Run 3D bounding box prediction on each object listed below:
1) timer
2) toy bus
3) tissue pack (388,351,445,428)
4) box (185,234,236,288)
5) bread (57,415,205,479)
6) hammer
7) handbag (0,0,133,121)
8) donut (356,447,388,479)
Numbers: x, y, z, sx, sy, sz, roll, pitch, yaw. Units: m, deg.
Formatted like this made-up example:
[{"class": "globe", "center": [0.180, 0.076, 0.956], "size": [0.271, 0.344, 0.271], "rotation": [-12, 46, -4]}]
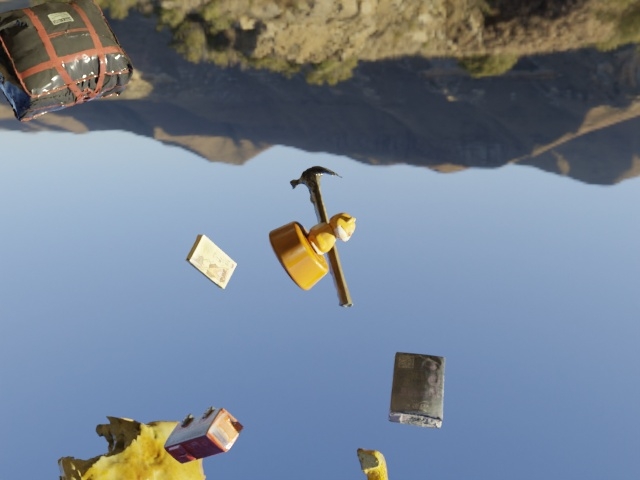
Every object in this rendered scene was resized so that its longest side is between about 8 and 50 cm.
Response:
[{"class": "timer", "center": [0.000, 0.000, 1.253], "size": [0.152, 0.132, 0.132], "rotation": [-33, -169, 8]}, {"class": "toy bus", "center": [-0.213, 0.350, 1.201], "size": [0.192, 0.065, 0.077], "rotation": [-32, -164, 46]}, {"class": "tissue pack", "center": [0.208, 0.318, 1.440], "size": [0.112, 0.051, 0.156], "rotation": [6, -133, 8]}, {"class": "box", "center": [-0.258, 0.053, 1.595], "size": [0.020, 0.073, 0.149], "rotation": [8, 154, 35]}, {"class": "bread", "center": [-0.377, 0.505, 1.409], "size": [0.370, 0.191, 0.314], "rotation": [32, -155, -47]}, {"class": "hammer", "center": [0.014, -0.009, 1.334], "size": [0.125, 0.297, 0.027], "rotation": [-24, 161, 35]}, {"class": "handbag", "center": [-0.444, -0.308, 1.139], "size": [0.215, 0.169, 0.155], "rotation": [-30, 180, -36]}, {"class": "donut", "center": [0.090, 0.389, 1.120], "size": [0.038, 0.083, 0.067], "rotation": [-11, 159, 18]}]
